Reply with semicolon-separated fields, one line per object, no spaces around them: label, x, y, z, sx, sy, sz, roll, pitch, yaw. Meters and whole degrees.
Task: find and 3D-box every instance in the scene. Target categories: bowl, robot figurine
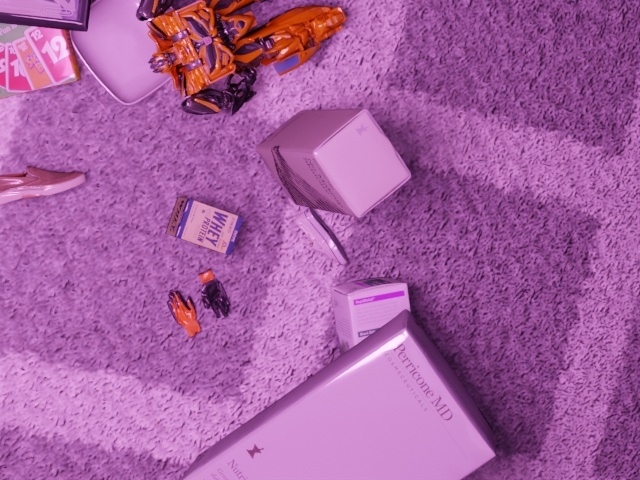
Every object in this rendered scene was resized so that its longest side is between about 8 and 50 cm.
bowl;-0.258;-0.269;1.699;0.142;0.053;0.142;-40;105;-11
robot figurine;-0.108;-0.295;1.694;0.291;0.085;0.211;-34;104;-33

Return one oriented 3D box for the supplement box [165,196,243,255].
supplement box;-0.161;-0.020;1.732;0.083;0.083;0.056;19;88;-18

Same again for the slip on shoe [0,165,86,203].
slip on shoe;-0.383;-0.080;1.678;0.135;0.051;0.041;-12;100;-8

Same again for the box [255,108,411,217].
box;0.011;-0.107;1.678;0.094;0.275;0.113;-39;104;-11

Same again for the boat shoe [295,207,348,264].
boat shoe;0.000;0.000;1.814;0.035;0.035;0.100;-34;109;16

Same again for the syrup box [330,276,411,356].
syrup box;0.085;0.177;1.818;0.096;0.093;0.237;-9;97;-15

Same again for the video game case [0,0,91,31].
video game case;-0.415;-0.397;1.562;0.274;0.035;0.248;6;82;-4

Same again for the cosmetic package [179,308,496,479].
cosmetic package;0.024;0.293;1.700;0.385;0.156;0.217;-37;91;10

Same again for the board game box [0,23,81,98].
board game box;-0.404;-0.322;1.627;0.124;0.039;0.260;-12;98;3

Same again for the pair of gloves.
pair of gloves;-0.172;0.089;1.776;0.083;0.010;0.074;-31;101;-16
